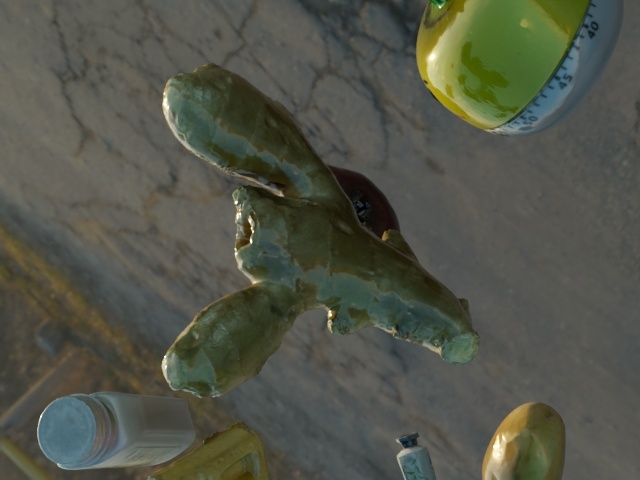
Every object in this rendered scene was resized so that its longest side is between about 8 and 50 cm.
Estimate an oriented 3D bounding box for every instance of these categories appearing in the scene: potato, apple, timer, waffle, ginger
[{"bbox_3d":[0.336,0.369,1.798,0.150,0.146,0.234,-121,18,-44],"label":"potato"},{"bbox_3d":[0.016,-0.005,1.770,0.234,0.234,0.234,34,153,20],"label":"apple"},{"bbox_3d":[0.204,-0.283,1.352,0.285,0.285,0.285,34,153,20],"label":"timer"},{"bbox_3d":[-0.133,0.403,1.505,0.057,0.168,0.274,12,118,48],"label":"waffle"},{"bbox_3d":[-0.008,-0.007,1.196,0.122,0.348,0.363,-45,47,51],"label":"ginger"}]

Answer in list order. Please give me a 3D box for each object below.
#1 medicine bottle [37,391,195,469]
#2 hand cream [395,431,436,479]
[{"bbox_3d":[-0.353,0.328,1.882,0.324,0.179,0.124,34,-143,-69],"label":"medicine bottle"},{"bbox_3d":[0.139,0.348,1.423,0.067,0.042,0.195,144,112,-68],"label":"hand cream"}]
